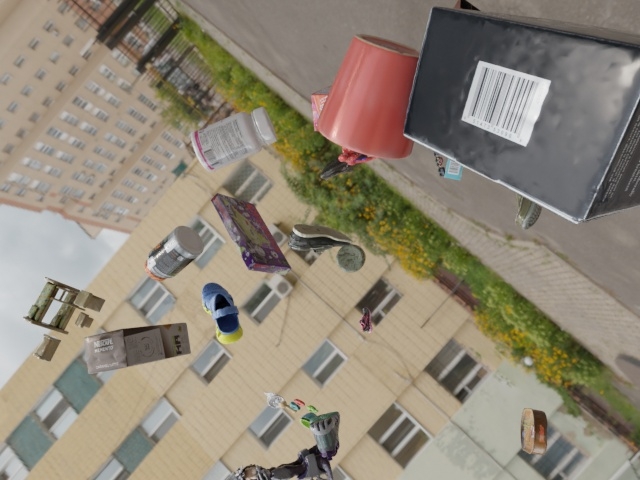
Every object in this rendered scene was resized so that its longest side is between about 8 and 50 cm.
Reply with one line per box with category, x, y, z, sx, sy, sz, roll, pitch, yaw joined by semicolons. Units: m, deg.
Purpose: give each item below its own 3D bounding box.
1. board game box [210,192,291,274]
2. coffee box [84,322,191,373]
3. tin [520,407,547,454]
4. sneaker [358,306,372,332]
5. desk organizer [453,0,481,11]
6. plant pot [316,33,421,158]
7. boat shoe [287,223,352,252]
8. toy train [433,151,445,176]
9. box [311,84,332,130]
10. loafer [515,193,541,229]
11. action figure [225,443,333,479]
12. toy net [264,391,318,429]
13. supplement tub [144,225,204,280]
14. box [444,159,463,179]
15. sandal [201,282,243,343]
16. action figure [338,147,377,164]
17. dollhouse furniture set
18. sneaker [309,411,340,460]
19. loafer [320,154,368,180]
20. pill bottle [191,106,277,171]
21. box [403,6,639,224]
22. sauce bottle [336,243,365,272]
board game box;-0.260;-0.024;1.762;0.208;0.056;0.347;20;-148;-57
coffee box;-0.497;0.292;1.298;0.246;0.141;0.098;14;-117;-67
tin;0.540;0.481;1.190;0.040;0.106;0.190;1;163;14
sneaker;0.197;0.356;2.106;0.047;0.057;0.119;114;154;-57
desk organizer;0.450;-0.653;1.372;0.130;0.050;0.047;24;-154;-19
plant pot;0.144;-0.375;1.201;0.274;0.243;0.275;12;-150;-7
boat shoe;0.000;0.000;1.512;0.233;0.079;0.084;4;-154;-37
toy train;0.562;-0.376;2.221;0.036;0.027;0.158;-6;118;33
box;0.090;-0.444;1.532;0.128;0.123;0.257;11;-147;27
loafer;0.599;-0.150;1.357;0.087;0.251;0.094;11;165;33
action figure;-0.118;0.618;1.234;0.185;0.285;0.099;117;143;-65
toy net;-0.109;0.585;1.642;0.232;0.045;0.122;15;142;24
supplement tub;-0.484;0.047;1.542;0.117;0.190;0.117;42;-155;-25
box;0.516;-0.319;1.766;0.060;0.101;0.244;13;-149;14
sandal;-0.388;0.254;1.849;0.317;0.126;0.138;44;144;46
action figure;0.178;-0.328;1.591;0.139;0.280;0.092;1;118;49
dollhouse furniture set;-0.623;0.193;1.102;0.161;0.182;0.101;5;157;41
sneaker;0.016;0.521;1.254;0.224;0.083;0.098;55;-160;-75
loafer;0.098;-0.295;1.884;0.078;0.220;0.080;50;-151;-25
pill bottle;-0.313;-0.375;1.730;0.160;0.283;0.160;-21;-90;-86
box;0.526;-0.295;0.998;0.471;0.297;0.480;-10;-146;-32
sauce bottle;0.129;0.071;1.876;0.111;0.111;0.344;42;-177;7
